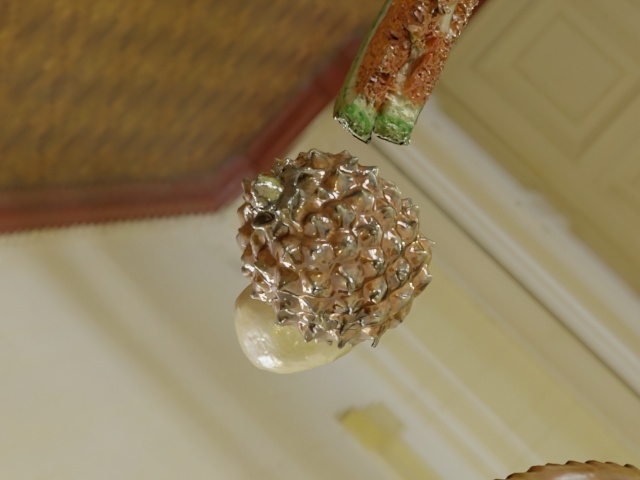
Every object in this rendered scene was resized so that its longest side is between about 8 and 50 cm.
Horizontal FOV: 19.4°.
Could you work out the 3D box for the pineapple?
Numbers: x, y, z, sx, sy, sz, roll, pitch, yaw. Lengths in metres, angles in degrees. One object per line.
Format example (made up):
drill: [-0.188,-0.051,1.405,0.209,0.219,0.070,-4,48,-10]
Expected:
pineapple: [0.000,0.000,1.538,0.166,0.166,0.193,-47,132,4]

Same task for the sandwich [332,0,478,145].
sandwich: [0.097,-0.192,1.740,0.159,0.079,0.235,-52,-169,34]

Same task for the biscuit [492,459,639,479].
biscuit: [0.077,0.242,1.070,0.318,0.040,0.318,-22,141,-19]

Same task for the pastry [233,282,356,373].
pastry: [-0.011,0.075,1.884,0.156,0.092,0.156,-17,-165,5]
